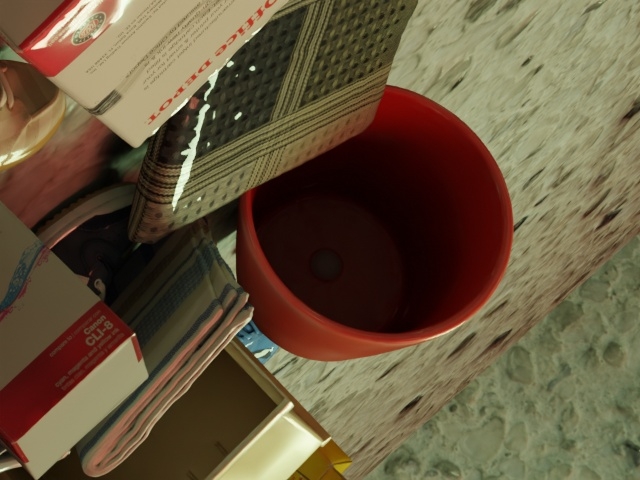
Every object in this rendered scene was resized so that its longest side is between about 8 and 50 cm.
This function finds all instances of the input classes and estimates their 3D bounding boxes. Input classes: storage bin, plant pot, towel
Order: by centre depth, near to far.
[{"bbox_3d":[-0.024,-0.170,1.506,0.324,0.056,0.312,-29,150,-44],"label":"towel"},{"bbox_3d":[-0.156,0.081,1.579,0.209,0.034,0.285,-48,-158,5],"label":"towel"},{"bbox_3d":[-0.174,0.189,1.715,0.262,0.260,0.123,-46,146,0],"label":"storage bin"},{"bbox_3d":[0.030,0.003,1.790,0.275,0.275,0.243,-39,176,-21],"label":"plant pot"}]

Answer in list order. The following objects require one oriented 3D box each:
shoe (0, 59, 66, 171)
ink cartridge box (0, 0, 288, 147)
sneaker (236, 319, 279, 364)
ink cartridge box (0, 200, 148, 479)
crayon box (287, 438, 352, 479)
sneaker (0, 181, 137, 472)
[{"bbox_3d":[-0.245,-0.081,1.144,0.219,0.076,0.058,-25,161,-47],"label":"shoe"},{"bbox_3d":[-0.126,-0.178,1.151,0.172,0.100,0.237,-45,164,1],"label":"ink cartridge box"},{"bbox_3d":[-0.112,0.128,2.076,0.209,0.069,0.082,-40,161,-17],"label":"sneaker"},{"bbox_3d":[-0.244,0.073,1.372,0.127,0.176,0.128,-43,166,-14],"label":"ink cartridge box"},{"bbox_3d":[-0.114,0.231,1.856,0.202,0.318,0.081,-47,165,9],"label":"crayon box"},{"bbox_3d":[-0.223,0.083,1.494,0.282,0.153,0.099,-40,165,-16],"label":"sneaker"}]
